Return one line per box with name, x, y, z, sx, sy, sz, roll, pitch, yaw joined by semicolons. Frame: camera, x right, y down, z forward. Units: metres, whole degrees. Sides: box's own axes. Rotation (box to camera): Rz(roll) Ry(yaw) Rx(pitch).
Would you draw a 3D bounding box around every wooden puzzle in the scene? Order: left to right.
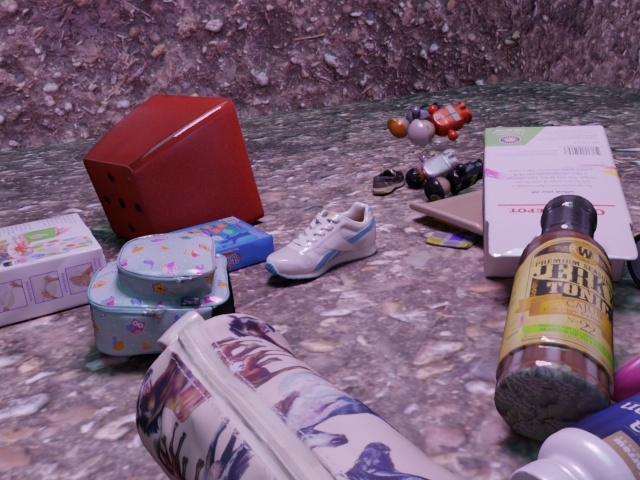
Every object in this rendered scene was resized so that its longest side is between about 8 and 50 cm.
wooden puzzle;0.331;-0.052;1.188;0.238;0.044;0.221;-9;20;-27

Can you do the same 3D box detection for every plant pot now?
plant pot;-0.315;-0.129;1.232;0.267;0.268;0.235;13;38;39

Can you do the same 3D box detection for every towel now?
towel;0.240;-0.002;1.106;0.083;0.010;0.060;10;24;34

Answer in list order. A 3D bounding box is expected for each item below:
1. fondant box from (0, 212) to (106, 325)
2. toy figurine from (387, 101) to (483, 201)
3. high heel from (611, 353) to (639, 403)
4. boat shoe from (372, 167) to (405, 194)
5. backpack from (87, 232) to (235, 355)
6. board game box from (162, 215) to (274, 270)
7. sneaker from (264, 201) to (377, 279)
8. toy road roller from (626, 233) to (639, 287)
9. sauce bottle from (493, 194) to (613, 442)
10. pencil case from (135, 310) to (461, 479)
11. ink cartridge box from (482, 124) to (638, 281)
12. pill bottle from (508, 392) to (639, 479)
fondant box;-0.538;0.057;0.979;0.330;0.096;0.238;-16;23;-26
toy figurine;0.258;-0.206;1.378;0.148;0.213;0.209;-25;21;-9
high heel;0.417;0.154;0.587;0.243;0.082;0.117;-6;37;-4
boat shoe;0.169;-0.152;1.465;0.056;0.049;0.152;5;22;23
backpack;-0.216;0.074;0.808;0.188;0.145;0.166;-10;26;-6
board game box;-0.214;0.017;1.088;0.210;0.047;0.160;-16;24;-30
sneaker;0.000;0.000;1.031;0.228;0.092;0.087;-21;28;-35
toy road roller;0.577;-0.024;0.768;0.202;0.241;0.329;-11;21;-16
sauce bottle;0.272;0.062;0.683;0.111;0.112;0.344;4;37;21
pencil case;-0.007;0.173;0.410;0.159;0.184;0.410;-27;23;-23
ink cartridge box;0.368;-0.047;0.968;0.207;0.119;0.354;2;40;15
pill bottle;0.237;0.187;0.480;0.169;0.094;0.094;-14;23;-24
